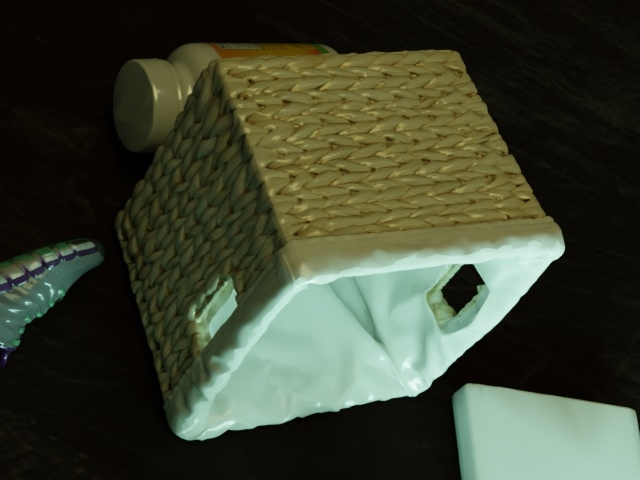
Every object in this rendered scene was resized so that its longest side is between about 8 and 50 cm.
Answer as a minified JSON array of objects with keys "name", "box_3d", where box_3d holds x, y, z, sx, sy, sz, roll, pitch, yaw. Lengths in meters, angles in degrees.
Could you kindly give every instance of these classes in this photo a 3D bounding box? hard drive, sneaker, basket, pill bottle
[{"name":"hard drive","box_3d":[0.268,0.338,1.896,0.233,0.047,0.353,11,57,-25]},{"name":"sneaker","box_3d":[-0.305,0.068,1.720,0.223,0.083,0.098,-21,94,-33]},{"name":"basket","box_3d":[0.000,0.000,1.771,0.331,0.328,0.266,-8,62,-33]},{"name":"pill bottle","box_3d":[-0.098,-0.151,1.924,0.245,0.136,0.136,-4,64,-32]}]
